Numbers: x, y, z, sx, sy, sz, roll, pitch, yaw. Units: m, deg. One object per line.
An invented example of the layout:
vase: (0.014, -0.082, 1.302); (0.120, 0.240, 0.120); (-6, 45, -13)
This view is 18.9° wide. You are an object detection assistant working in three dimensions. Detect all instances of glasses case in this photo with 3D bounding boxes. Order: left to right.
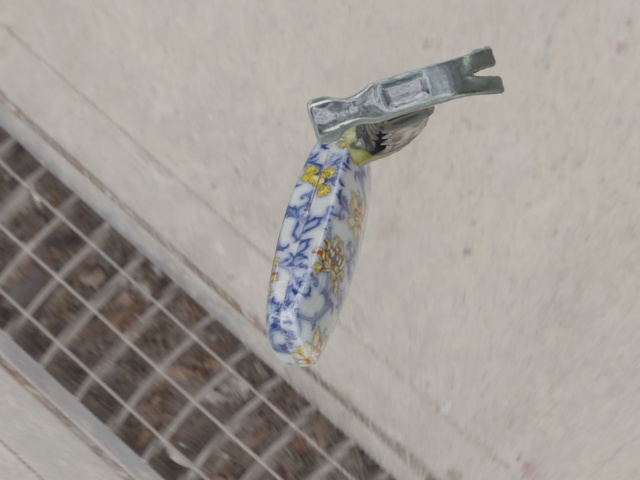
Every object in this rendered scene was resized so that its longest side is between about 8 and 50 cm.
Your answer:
glasses case: (0.000, 0.000, 1.744); (0.065, 0.087, 0.248); (3, 49, 19)

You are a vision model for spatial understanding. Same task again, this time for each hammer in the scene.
hammer: (0.063, -0.106, 1.591); (0.158, 0.226, 0.041); (-17, 84, -5)
